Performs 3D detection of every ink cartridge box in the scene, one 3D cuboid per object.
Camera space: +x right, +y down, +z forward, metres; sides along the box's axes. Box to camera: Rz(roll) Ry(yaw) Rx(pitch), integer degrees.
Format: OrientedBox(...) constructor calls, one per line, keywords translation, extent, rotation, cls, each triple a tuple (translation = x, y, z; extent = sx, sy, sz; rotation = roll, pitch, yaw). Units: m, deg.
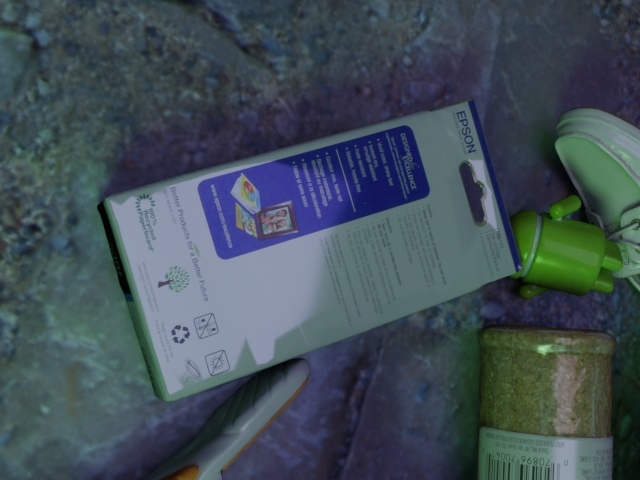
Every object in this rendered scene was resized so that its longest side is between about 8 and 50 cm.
OrientedBox(translation=(0.000, 0.000, 0.729), extent=(0.332, 0.065, 0.166), rotation=(-17, 92, -20), cls="ink cartridge box")

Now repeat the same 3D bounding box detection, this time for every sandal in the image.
OrientedBox(translation=(-0.088, 0.197, 0.659), extent=(0.265, 0.102, 0.076), rotation=(-41, 98, -21), cls="sandal")

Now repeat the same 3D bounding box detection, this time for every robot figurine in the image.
OrientedBox(translation=(0.213, 0.011, 0.798), extent=(0.115, 0.067, 0.101), rotation=(15, 119, 4), cls="robot figurine")

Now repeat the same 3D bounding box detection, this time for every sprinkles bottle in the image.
OrientedBox(translation=(0.190, 0.253, 0.752), extent=(0.121, 0.121, 0.356), rotation=(5, 84, -21), cls="sprinkles bottle")

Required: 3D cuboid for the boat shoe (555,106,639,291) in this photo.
OrientedBox(translation=(0.307, -0.003, 0.830), extent=(0.277, 0.098, 0.096), rotation=(46, 71, -13), cls="boat shoe")
